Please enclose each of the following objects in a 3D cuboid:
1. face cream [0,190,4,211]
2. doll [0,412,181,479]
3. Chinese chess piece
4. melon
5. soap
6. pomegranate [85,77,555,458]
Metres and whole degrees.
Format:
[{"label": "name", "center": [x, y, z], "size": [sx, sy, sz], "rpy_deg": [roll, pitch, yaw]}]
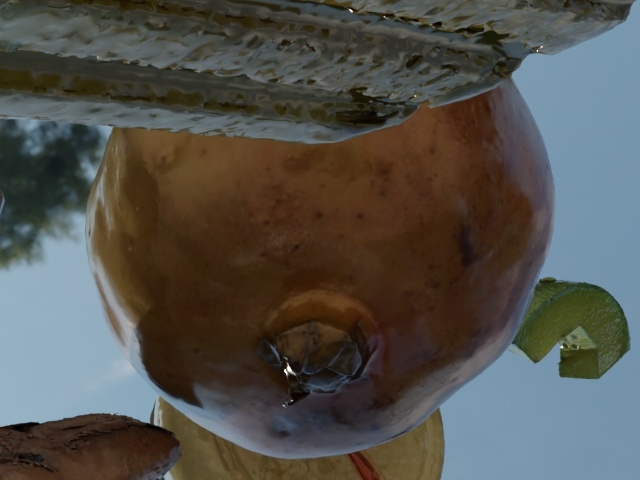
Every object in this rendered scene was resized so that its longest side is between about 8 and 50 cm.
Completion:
[{"label": "face cream", "center": [-0.246, -0.016, 0.937], "size": [0.091, 0.091, 0.095], "rpy_deg": [-2, -116, 31]}, {"label": "doll", "center": [-0.248, 0.135, 0.999], "size": [0.303, 0.156, 0.201], "rpy_deg": [-14, 180, -31]}, {"label": "Chinese chess piece", "center": [-0.023, 0.212, 1.686], "size": [0.338, 0.338, 0.140], "rpy_deg": [-48, -174, -40]}, {"label": "melon", "center": [0.280, 0.101, 1.744], "size": [0.064, 0.209, 0.118], "rpy_deg": [16, -103, 46]}, {"label": "soap", "center": [-0.021, -0.094, 0.417], "size": [0.173, 0.089, 0.274], "rpy_deg": [-23, 167, 36]}, {"label": "pomegranate", "center": [0.000, 0.000, 1.041], "size": [0.338, 0.338, 0.338], "rpy_deg": [-16, -151, 9]}]
